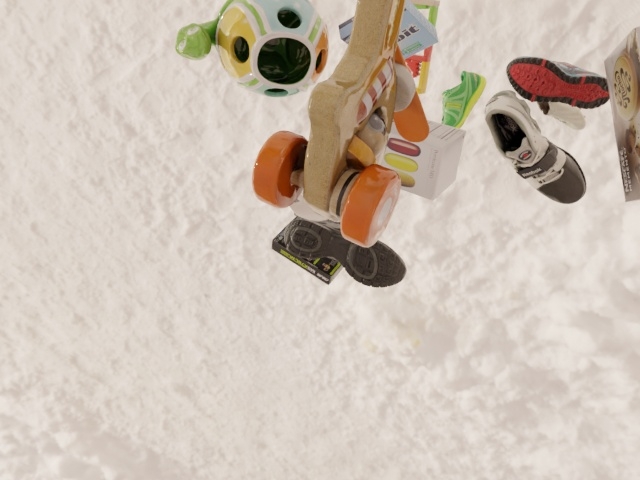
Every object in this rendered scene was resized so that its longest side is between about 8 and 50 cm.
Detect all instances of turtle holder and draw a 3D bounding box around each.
[{"bbox_3d":[-0.127,-0.446,1.112,0.320,0.227,0.243,26,116,-31],"label":"turtle holder"}]

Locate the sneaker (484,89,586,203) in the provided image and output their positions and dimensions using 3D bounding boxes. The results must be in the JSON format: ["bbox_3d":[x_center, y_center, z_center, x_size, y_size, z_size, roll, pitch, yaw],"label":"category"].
[{"bbox_3d":[0.500,-0.200,1.208,0.330,0.146,0.122,48,131,-1],"label":"sneaker"}]

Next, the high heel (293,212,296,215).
[{"bbox_3d":[0.012,-0.164,1.716,0.186,0.261,0.093,-2,125,18],"label":"high heel"}]

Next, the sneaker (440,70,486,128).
[{"bbox_3d":[0.480,-0.478,1.823,0.123,0.109,0.296,31,86,5],"label":"sneaker"}]

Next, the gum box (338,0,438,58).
[{"bbox_3d":[0.158,-0.472,1.151,0.157,0.041,0.184,-17,162,34],"label":"gum box"}]

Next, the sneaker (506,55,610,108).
[{"bbox_3d":[0.592,-0.404,1.283,0.261,0.125,0.104,17,122,-2],"label":"sneaker"}]

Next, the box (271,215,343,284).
[{"bbox_3d":[0.000,0.000,1.313,0.184,0.191,0.045,32,142,13],"label":"box"}]

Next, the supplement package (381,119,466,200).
[{"bbox_3d":[0.200,-0.215,1.210,0.244,0.134,0.139,24,130,28],"label":"supplement package"}]

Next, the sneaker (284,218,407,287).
[{"bbox_3d":[0.066,0.013,1.152,0.286,0.130,0.109,25,109,13],"label":"sneaker"}]

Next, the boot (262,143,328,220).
[{"bbox_3d":[-0.039,-0.106,0.924,0.069,0.086,0.190,-13,153,29],"label":"boot"}]

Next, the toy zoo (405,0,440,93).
[{"bbox_3d":[0.235,-0.548,1.474,0.192,0.030,0.293,24,123,34],"label":"toy zoo"}]

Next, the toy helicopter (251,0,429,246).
[{"bbox_3d":[0.061,-0.185,0.524,0.140,0.235,0.355,24,126,20],"label":"toy helicopter"}]

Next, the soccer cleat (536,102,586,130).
[{"bbox_3d":[0.660,-0.364,1.407,0.196,0.076,0.068,38,166,-16],"label":"soccer cleat"}]

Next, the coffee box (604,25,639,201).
[{"bbox_3d":[0.630,-0.228,0.929,0.118,0.168,0.297,-8,89,13],"label":"coffee box"}]
